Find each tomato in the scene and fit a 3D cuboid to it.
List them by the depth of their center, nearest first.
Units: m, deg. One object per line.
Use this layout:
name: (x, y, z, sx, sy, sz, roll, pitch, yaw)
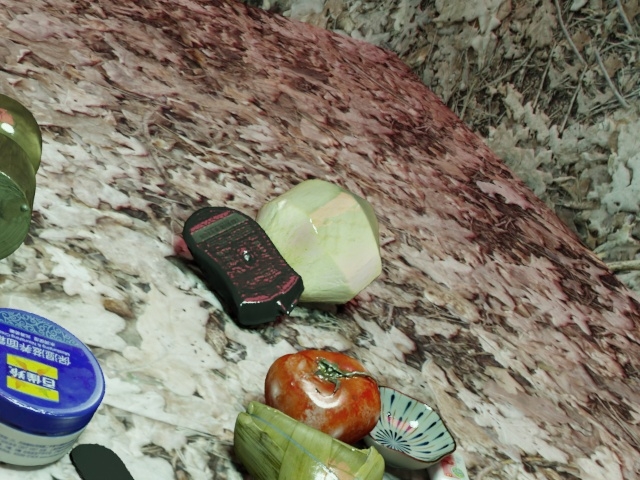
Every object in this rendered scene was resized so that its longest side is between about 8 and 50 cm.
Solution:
tomato: (0.000, 0.250, 1.990, 0.187, 0.151, 0.187, 8, 39, -6)

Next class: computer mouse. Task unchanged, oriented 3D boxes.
computer mouse: (-0.139, 0.053, 2.282, 0.147, 0.088, 0.264, -25, 59, -29)

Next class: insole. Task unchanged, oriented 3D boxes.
insole: (-0.231, 0.374, 1.639, 0.109, 0.007, 0.322, 8, 31, -47)

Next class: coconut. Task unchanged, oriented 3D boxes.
coconut: (0.000, 0.000, 2.419, 0.259, 0.259, 0.259, 26, 23, -12)

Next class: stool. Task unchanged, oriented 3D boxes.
stool: (-0.533, -0.101, 2.010, 0.179, 0.179, 0.264, 23, 24, -20)

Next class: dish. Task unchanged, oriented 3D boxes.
dish: (0.124, 0.322, 2.103, 0.191, 0.066, 0.190, 21, 26, -11)

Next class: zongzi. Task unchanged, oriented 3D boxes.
zongzi: (-0.054, 0.362, 1.805, 0.228, 0.115, 0.256, 23, 45, 13)

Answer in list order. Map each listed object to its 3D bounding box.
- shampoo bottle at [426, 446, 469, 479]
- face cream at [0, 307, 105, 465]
shampoo bottle: (0.211, 0.389, 2.113, 0.072, 0.043, 0.099, 20, 25, -17)
face cream: (-0.393, 0.193, 1.671, 0.206, 0.111, 0.206, 26, 24, -13)
